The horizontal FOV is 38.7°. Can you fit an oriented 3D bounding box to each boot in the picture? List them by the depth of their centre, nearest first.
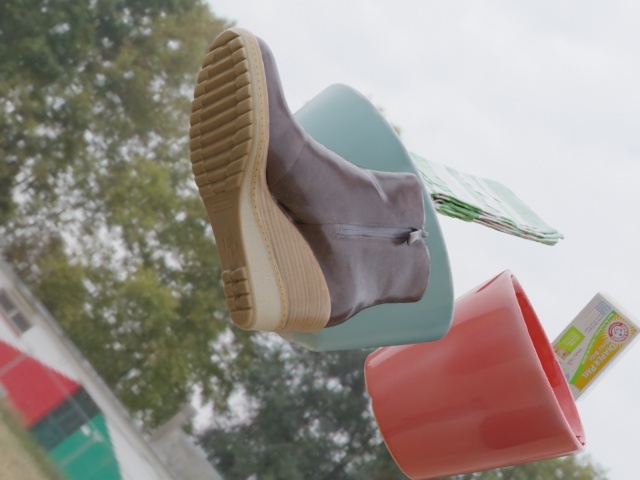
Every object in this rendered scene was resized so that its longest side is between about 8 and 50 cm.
[{"bbox_3d":[0.000,-0.050,0.767,0.090,0.207,0.248,-1,-84,48],"label":"boot"}]

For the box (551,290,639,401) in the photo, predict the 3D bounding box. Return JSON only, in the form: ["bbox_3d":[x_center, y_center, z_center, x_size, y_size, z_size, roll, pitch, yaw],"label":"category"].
[{"bbox_3d":[0.534,0.211,1.799,0.114,0.203,0.103,44,15,23],"label":"box"}]

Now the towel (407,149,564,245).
[{"bbox_3d":[0.268,-0.091,1.671,0.325,0.038,0.248,14,24,-31],"label":"towel"}]

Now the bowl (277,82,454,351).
[{"bbox_3d":[0.000,0.000,1.012,0.311,0.163,0.311,57,-18,30],"label":"bowl"}]

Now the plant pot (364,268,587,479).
[{"bbox_3d":[0.211,0.209,1.293,0.275,0.243,0.275,58,17,-29],"label":"plant pot"}]
